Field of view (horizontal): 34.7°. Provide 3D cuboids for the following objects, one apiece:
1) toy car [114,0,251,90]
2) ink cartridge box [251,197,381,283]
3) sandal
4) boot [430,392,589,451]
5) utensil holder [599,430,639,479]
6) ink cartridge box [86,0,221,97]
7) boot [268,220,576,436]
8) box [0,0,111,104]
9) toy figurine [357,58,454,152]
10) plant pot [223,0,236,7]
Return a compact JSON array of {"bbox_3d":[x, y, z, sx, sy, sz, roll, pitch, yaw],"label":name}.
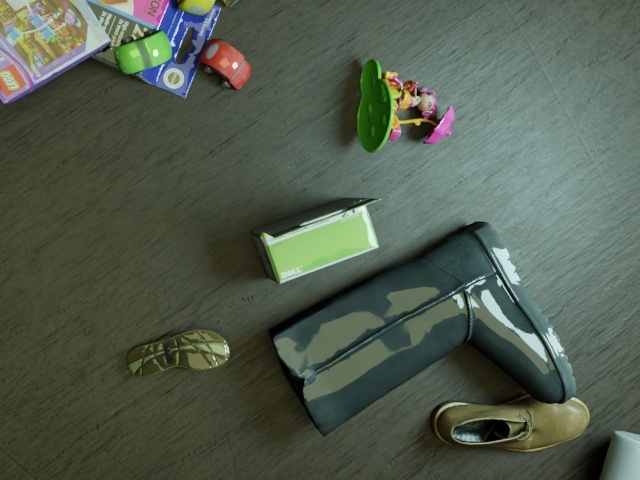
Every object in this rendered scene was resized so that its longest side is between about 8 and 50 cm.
[{"bbox_3d":[-0.234,-0.335,1.714,0.225,0.053,0.239,-28,113,-23],"label":"toy car"},{"bbox_3d":[0.000,0.000,1.720,0.189,0.255,0.097,-20,96,-10],"label":"ink cartridge box"},{"bbox_3d":[-0.247,0.197,1.790,0.180,0.049,0.072,-12,89,4],"label":"sandal"},{"bbox_3d":[0.365,0.343,1.884,0.305,0.115,0.112,-2,91,-12],"label":"boot"},{"bbox_3d":[0.630,0.570,1.844,0.327,0.327,0.385,14,87,-12],"label":"utensil holder"},{"bbox_3d":[-0.367,-0.393,1.730,0.371,0.069,0.176,22,88,-14],"label":"ink cartridge box"},{"bbox_3d":[0.177,0.218,1.808,0.445,0.146,0.367,-27,81,-14],"label":"boot"},{"bbox_3d":[-0.499,-0.393,1.641,0.201,0.057,0.293,-32,100,-7],"label":"box"},{"bbox_3d":[0.161,-0.235,1.834,0.159,0.130,0.173,3,67,-25],"label":"toy figurine"},{"bbox_3d":[-0.132,-0.479,1.754,0.096,0.109,0.109,-33,98,-22],"label":"plant pot"}]
